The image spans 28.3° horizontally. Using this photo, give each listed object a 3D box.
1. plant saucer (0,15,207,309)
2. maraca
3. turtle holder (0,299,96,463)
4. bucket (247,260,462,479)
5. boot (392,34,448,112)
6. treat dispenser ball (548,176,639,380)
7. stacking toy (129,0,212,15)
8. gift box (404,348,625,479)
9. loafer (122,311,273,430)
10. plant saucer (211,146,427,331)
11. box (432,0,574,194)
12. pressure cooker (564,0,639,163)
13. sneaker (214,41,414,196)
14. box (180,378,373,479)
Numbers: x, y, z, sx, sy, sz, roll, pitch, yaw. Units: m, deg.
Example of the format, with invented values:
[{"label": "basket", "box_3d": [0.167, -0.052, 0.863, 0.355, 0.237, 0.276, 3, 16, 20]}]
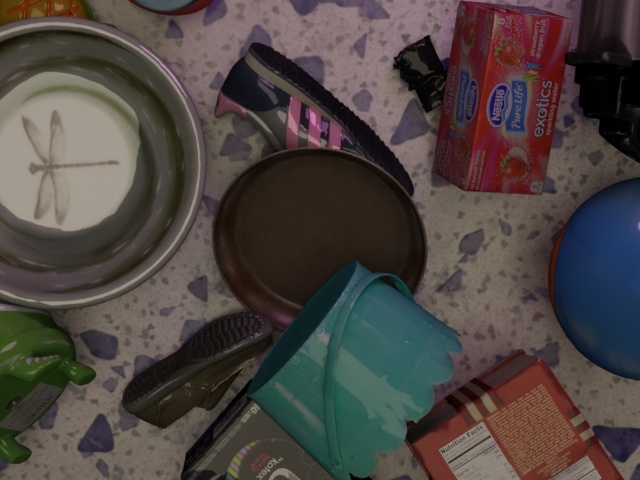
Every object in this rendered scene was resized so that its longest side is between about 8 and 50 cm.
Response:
[{"label": "plant saucer", "box_3d": [-0.359, -0.105, 1.757, 0.400, 0.100, 0.401, 0, 88, -8]}, {"label": "maraca", "box_3d": [-0.376, -0.300, 1.804, 0.185, 0.099, 0.127, 35, 91, -22]}, {"label": "turtle holder", "box_3d": [-0.493, 0.176, 1.733, 0.227, 0.320, 0.243, 44, 119, 18]}, {"label": "bucket", "box_3d": [0.043, 0.174, 1.737, 0.183, 0.281, 0.281, 39, 91, -7]}, {"label": "boot", "box_3d": [0.175, -0.256, 1.865, 0.121, 0.045, 0.099, -31, 92, 0]}, {"label": "treat dispenser ball", "box_3d": [0.466, 0.054, 1.782, 0.288, 0.288, 0.288, 0, 95, -3]}, {"label": "stacking toy", "box_3d": [-0.242, -0.477, 1.736, 0.279, 0.130, 0.309, 20, 101, 9]}, {"label": "gift box", "box_3d": [0.268, 0.330, 1.806, 0.255, 0.258, 0.276, -29, 88, -1]}, {"label": "loafer", "box_3d": [-0.170, 0.194, 1.867, 0.251, 0.094, 0.087, -30, 120, 9]}, {"label": "plant saucer", "box_3d": [0.000, 0.000, 1.824, 0.310, 0.050, 0.311, 3, 117, 6]}, {"label": "box", "box_3d": [0.255, -0.201, 1.796, 0.128, 0.122, 0.257, 2, 107, -20]}, {"label": "pressure cooker", "box_3d": [0.538, -0.292, 1.727, 0.369, 0.375, 0.421, 7, 94, 16]}, {"label": "sneaker", "box_3d": [-0.011, -0.142, 1.845, 0.319, 0.112, 0.131, 41, 110, -4]}, {"label": "box", "box_3d": [-0.051, 0.357, 1.850, 0.270, 0.143, 0.165, 41, 92, -6]}]
